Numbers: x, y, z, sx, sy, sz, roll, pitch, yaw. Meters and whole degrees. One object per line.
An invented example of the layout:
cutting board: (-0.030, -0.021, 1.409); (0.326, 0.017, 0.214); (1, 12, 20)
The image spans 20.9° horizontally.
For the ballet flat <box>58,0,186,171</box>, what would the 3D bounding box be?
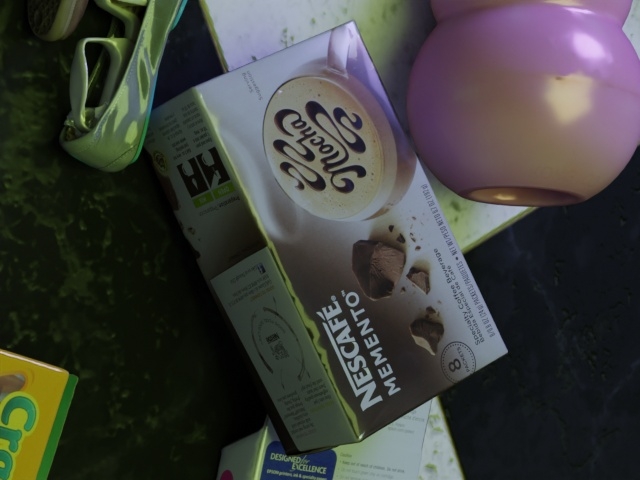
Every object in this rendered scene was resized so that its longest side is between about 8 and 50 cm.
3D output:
ballet flat: (-0.147, -0.159, 1.326); (0.068, 0.072, 0.213); (19, 83, -32)

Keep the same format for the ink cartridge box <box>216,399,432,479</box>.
ink cartridge box: (-0.018, 0.289, 1.468); (0.175, 0.069, 0.371); (14, 88, -36)

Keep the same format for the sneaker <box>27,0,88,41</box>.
sneaker: (-0.165, -0.236, 1.308); (0.071, 0.066, 0.188); (15, 86, -38)

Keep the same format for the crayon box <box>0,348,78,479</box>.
crayon box: (-0.313, 0.154, 1.220); (0.323, 0.083, 0.203); (22, 81, -37)

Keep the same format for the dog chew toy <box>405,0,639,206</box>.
dog chew toy: (0.180, -0.200, 1.502); (0.206, 0.206, 0.332); (9, 80, -37)

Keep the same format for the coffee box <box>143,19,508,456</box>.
coffee box: (0.000, 0.000, 1.378); (0.168, 0.119, 0.297); (-26, 93, -33)
